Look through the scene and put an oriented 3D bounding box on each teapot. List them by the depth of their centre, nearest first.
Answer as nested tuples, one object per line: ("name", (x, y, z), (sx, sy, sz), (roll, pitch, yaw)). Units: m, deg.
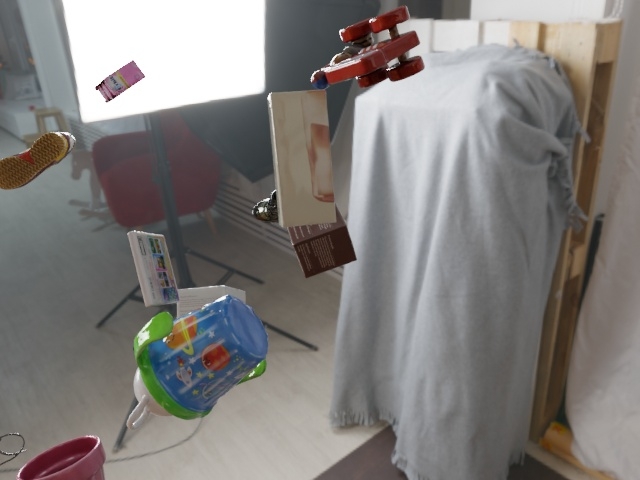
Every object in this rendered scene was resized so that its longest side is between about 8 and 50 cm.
("teapot", (-0.548, 0.533, 1.892), (0.256, 0.187, 0.252), (7, 35, -24))

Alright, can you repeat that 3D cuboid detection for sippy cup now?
("sippy cup", (-0.247, 0.247, 1.204), (0.224, 0.240, 0.305), (-34, -4, 14))

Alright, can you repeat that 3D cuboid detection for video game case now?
("video game case", (-0.353, 0.061, 1.141), (0.019, 0.157, 0.143), (-17, -5, 6))

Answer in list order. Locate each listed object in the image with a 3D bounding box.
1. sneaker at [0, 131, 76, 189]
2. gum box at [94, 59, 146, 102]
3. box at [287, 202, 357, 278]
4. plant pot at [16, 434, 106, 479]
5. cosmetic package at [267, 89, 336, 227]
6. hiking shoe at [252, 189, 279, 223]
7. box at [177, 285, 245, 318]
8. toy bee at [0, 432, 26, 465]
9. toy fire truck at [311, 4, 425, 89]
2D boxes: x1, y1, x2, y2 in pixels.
("sneaker", (-0.601, -0.166, 1.127), (0.185, 0.069, 0.084), (-27, 10, 6))
("gum box", (-0.619, -0.485, 1.639), (0.107, 0.062, 0.188), (-44, 25, -20))
("box", (0.000, 0.000, 1.934), (0.203, 0.168, 0.167), (-19, 36, -2))
("plant pot", (-0.620, 0.618, 1.328), (0.201, 0.180, 0.201), (-17, 7, 2))
("cosmetic package", (-0.045, -0.186, 1.237), (0.129, 0.296, 0.153), (-5, 9, -8))
("hiking shoe", (-0.119, -0.113, 1.532), (0.227, 0.114, 0.086), (-12, 63, 31))
("box", (-0.371, 0.228, 1.835), (0.182, 0.119, 0.181), (-6, -12, 13))
("toy bee", (-0.876, 0.658, 1.336), (0.195, 0.162, 0.298), (47, 38, 16))
("toy fire truck", (0.106, -0.476, 1.401), (0.254, 0.169, 0.302), (-35, 24, -29))
